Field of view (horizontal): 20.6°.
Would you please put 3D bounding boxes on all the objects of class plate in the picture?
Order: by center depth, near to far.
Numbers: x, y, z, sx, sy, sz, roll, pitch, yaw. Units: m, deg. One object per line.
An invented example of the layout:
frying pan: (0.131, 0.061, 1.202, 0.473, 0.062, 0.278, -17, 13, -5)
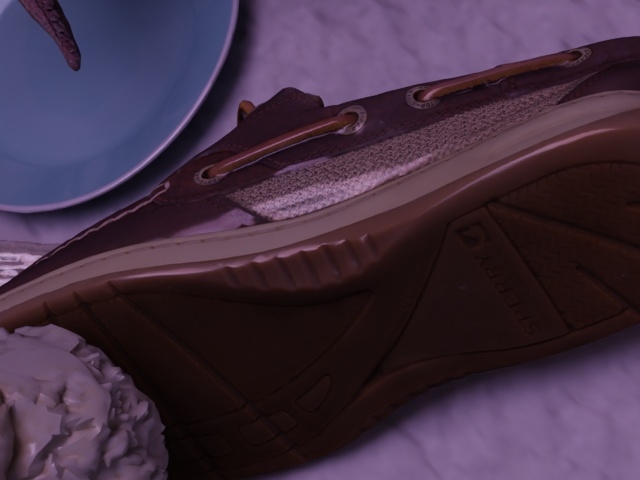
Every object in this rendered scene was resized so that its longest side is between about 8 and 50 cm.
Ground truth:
plate: (-0.120, -0.095, 0.877, 0.188, 0.024, 0.188, -11, 62, 22)

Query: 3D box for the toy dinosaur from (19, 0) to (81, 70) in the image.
toy dinosaur: (-0.140, -0.234, 0.776, 0.200, 0.127, 0.295, -39, 51, 54)

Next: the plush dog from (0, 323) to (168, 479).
plush dog: (-0.198, 0.160, 0.655, 0.262, 0.225, 0.210, 5, 27, 4)

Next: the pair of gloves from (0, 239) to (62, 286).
pair of gloves: (-0.226, 0.086, 0.775, 0.204, 0.042, 0.240, 15, 73, -1)

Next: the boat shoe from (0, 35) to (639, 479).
boat shoe: (0.000, 0.000, 0.727, 0.342, 0.123, 0.123, -21, 35, 21)
